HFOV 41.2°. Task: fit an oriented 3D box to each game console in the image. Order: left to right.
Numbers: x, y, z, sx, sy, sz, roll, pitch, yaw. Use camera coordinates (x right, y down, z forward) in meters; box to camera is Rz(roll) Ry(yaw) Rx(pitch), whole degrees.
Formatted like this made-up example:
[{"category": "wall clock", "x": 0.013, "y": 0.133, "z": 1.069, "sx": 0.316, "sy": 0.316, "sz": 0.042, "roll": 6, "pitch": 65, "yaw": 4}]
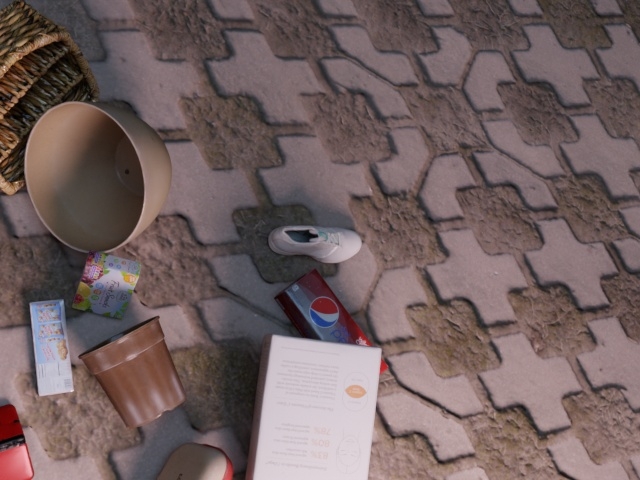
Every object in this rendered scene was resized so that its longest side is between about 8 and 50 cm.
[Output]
[{"category": "game console", "x": -0.606, "y": 0.383, "z": 1.534, "sx": 0.143, "sy": 0.085, "sz": 0.124, "roll": -16, "pitch": 50, "yaw": -25}]

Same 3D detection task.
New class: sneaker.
[{"category": "sneaker", "x": 0.000, "y": 0.000, "z": 1.836, "sx": 0.212, "sy": 0.094, "sz": 0.080, "roll": 1, "pitch": 73, "yaw": -21}]

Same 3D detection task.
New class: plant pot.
[{"category": "plant pot", "x": -0.399, "y": -0.136, "z": 1.650, "sx": 0.284, "sy": 0.284, "sz": 0.191, "roll": 57, "pitch": 29, "yaw": 2}, {"category": "plant pot", "x": -0.343, "y": 0.252, "z": 1.603, "sx": 0.167, "sy": 0.167, "sz": 0.165, "roll": -28, "pitch": 95, "yaw": -26}]

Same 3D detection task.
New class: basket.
[{"category": "basket", "x": -0.580, "y": -0.280, "z": 1.624, "sx": 0.223, "sy": 0.213, "sz": 0.299, "roll": 39, "pitch": 65, "yaw": -6}]

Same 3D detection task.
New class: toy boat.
[{"category": "toy boat", "x": -0.234, "y": 0.505, "z": 1.592, "sx": 0.151, "sy": 0.151, "sz": 0.231, "roll": 48, "pitch": 60, "yaw": -35}]

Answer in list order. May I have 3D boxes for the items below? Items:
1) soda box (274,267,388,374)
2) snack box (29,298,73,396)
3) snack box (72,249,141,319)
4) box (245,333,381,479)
[{"category": "soda box", "x": 0.022, "y": 0.193, "z": 1.795, "sx": 0.092, "sy": 0.083, "sz": 0.263, "roll": -36, "pitch": 90, "yaw": -25}, {"category": "snack box", "x": -0.512, "y": 0.203, "z": 1.617, "sx": 0.064, "sy": 0.022, "sz": 0.178, "roll": -5, "pitch": 77, "yaw": -22}, {"category": "snack box", "x": -0.409, "y": 0.086, "z": 1.626, "sx": 0.100, "sy": 0.141, "sz": 0.037, "roll": 15, "pitch": 44, "yaw": -17}, {"category": "box", "x": -0.020, "y": 0.363, "z": 1.633, "sx": 0.214, "sy": 0.168, "sz": 0.346, "roll": 8, "pitch": 82, "yaw": -8}]
